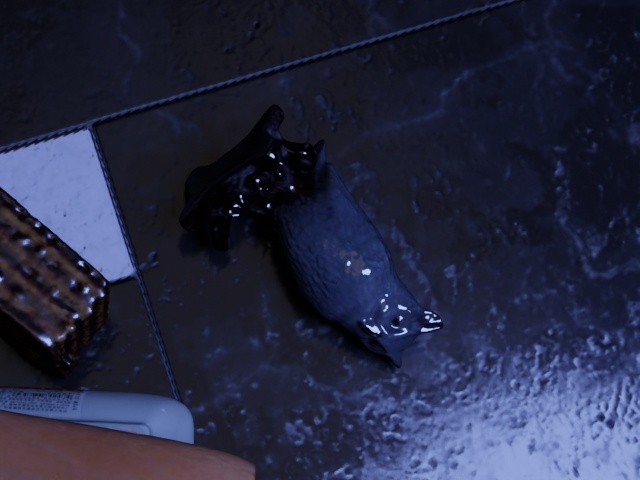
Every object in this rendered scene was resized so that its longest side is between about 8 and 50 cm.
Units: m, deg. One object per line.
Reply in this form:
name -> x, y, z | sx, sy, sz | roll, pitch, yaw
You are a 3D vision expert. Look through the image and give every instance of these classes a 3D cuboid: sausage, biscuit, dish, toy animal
sausage -> -0.193, 0.176, 1.243 | 0.304, 0.121, 0.121 | 10, 76, -2
biscuit -> -0.310, -0.049, 1.372 | 0.388, 0.107, 0.073 | 41, 74, 5
dish -> -0.197, 0.178, 1.344 | 0.212, 0.077, 0.151 | 3, 77, -4
toy animal -> 0.003, 0.002, 1.415 | 0.210, 0.121, 0.117 | 46, 32, -10
